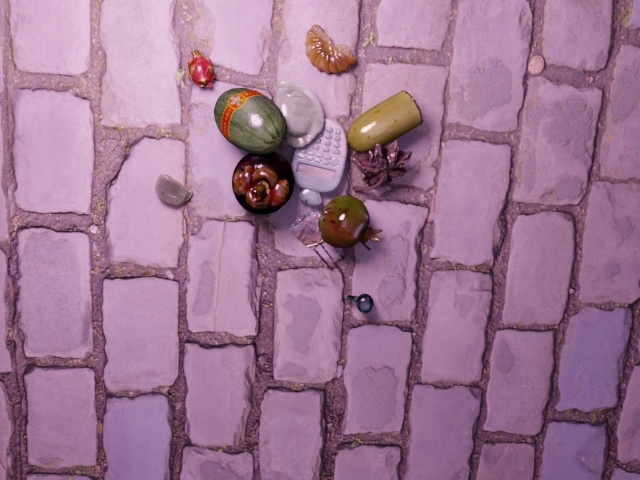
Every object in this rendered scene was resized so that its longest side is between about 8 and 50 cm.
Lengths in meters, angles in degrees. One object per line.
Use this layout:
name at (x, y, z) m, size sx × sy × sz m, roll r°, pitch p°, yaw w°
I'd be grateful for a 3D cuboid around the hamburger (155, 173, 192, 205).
hamburger at (-0.499, -0.161, 1.655) m, size 0.121 × 0.054 × 0.084 m, roll 31°, pitch 96°, yaw -16°

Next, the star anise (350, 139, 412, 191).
star anise at (0.195, -0.235, 1.627) m, size 0.208 × 0.089 × 0.231 m, roll 3°, pitch 139°, yaw -11°

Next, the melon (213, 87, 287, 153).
melon at (-0.226, -0.374, 1.528) m, size 0.287 × 0.182 × 0.182 m, roll 33°, pitch 100°, yaw 32°

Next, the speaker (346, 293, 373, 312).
speaker at (0.144, 0.212, 1.753) m, size 0.094 × 0.075 × 0.060 m, roll 38°, pitch 97°, yaw 0°

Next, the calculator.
calculator at (-0.007, -0.264, 1.660) m, size 0.183 × 0.042 × 0.296 m, roll 14°, pitch 98°, yaw 2°

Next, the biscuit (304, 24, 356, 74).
biscuit at (0.024, -0.605, 1.595) m, size 0.183 × 0.061 × 0.118 m, roll 34°, pitch 99°, yaw -10°

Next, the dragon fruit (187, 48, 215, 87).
dragon fruit at (-0.381, -0.547, 1.572) m, size 0.086 × 0.081 × 0.116 m, roll 0°, pitch 102°, yaw 7°

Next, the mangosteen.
mangosteen at (-0.184, -0.177, 1.570) m, size 0.211 × 0.250 × 0.212 m, roll -1°, pitch 107°, yaw -2°

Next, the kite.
kite at (0.000, 0.001, 1.734) m, size 0.127 × 0.016 × 0.229 m, roll -40°, pitch 100°, yaw 8°

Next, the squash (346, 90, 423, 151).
squash at (0.195, -0.372, 1.609) m, size 0.247 × 0.132 × 0.133 m, roll -32°, pitch 101°, yaw -1°

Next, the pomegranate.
pomegranate at (0.104, -0.048, 1.658) m, size 0.224 × 0.181 × 0.182 m, roll 29°, pitch 98°, yaw -23°

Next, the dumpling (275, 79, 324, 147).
dumpling at (-0.080, -0.413, 1.609) m, size 0.152 × 0.108 × 0.220 m, roll -14°, pitch 101°, yaw -27°
